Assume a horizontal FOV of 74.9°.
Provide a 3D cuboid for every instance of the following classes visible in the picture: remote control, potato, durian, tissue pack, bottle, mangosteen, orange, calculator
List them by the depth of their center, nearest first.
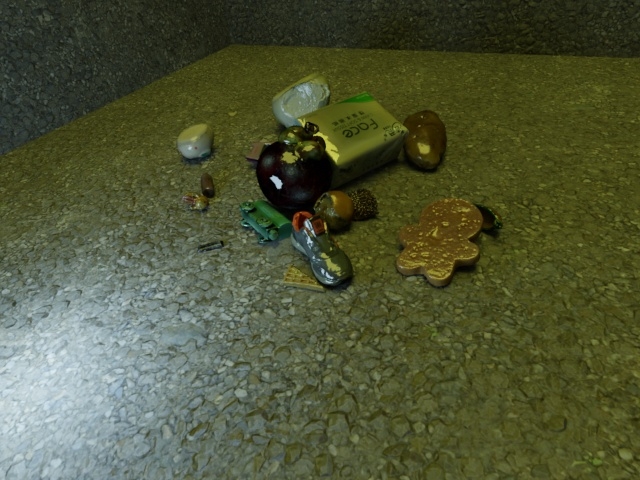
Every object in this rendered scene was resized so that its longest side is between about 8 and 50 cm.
[{"bbox_3d":[-0.408,0.020,1.546,0.096,0.014,0.039,-14,40,-8],"label":"remote control"},{"bbox_3d":[0.047,-0.115,1.546,0.156,0.134,0.156,-23,45,25],"label":"orange"},{"bbox_3d":[0.161,-0.149,1.613,0.148,0.091,0.188,-30,46,-26],"label":"durian"},{"bbox_3d":[-0.102,-0.276,1.632,0.330,0.330,0.330,-4,39,3],"label":"mangosteen"},{"bbox_3d":[0.123,-0.452,1.846,0.405,0.205,0.332,-30,67,-22],"label":"tissue pack"},{"bbox_3d":[-0.503,-0.245,1.857,0.053,0.053,0.140,-14,39,-9],"label":"bottle"},{"bbox_3d":[0.473,-0.457,1.913,0.195,0.176,0.369,31,44,-21],"label":"potato"},{"bbox_3d":[-0.202,-0.420,2.014,0.294,0.043,0.194,2,39,5],"label":"calculator"}]

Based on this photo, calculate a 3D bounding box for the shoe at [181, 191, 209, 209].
[{"bbox_3d":[-0.525,-0.163,1.746,0.109,0.072,0.069,41,25,3],"label":"shoe"}]

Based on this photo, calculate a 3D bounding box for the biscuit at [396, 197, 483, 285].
[{"bbox_3d":[0.401,-0.006,1.391,0.275,0.052,0.355,16,56,29],"label":"biscuit"}]

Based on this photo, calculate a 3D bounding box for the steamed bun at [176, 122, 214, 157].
[{"bbox_3d":[-0.628,-0.494,2.122,0.177,0.130,0.228,-9,39,13],"label":"steamed bun"}]

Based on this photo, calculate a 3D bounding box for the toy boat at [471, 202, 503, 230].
[{"bbox_3d":[0.544,-0.086,1.479,0.088,0.089,0.229,-12,26,-41],"label":"toy boat"}]

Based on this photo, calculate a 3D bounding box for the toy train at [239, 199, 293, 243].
[{"bbox_3d":[-0.205,-0.081,1.586,0.159,0.101,0.248,-17,39,-34],"label":"toy train"}]

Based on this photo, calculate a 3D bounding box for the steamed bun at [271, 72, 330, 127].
[{"bbox_3d":[-0.085,-0.737,2.254,0.334,0.233,0.312,-22,23,16],"label":"steamed bun"}]

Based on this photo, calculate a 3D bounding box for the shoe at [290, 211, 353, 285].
[{"bbox_3d":[0.000,0.000,1.387,0.132,0.171,0.336,-22,41,-19],"label":"shoe"}]

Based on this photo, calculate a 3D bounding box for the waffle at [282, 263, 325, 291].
[{"bbox_3d":[-0.044,0.121,1.362,0.153,0.023,0.097,6,41,18],"label":"waffle"}]
